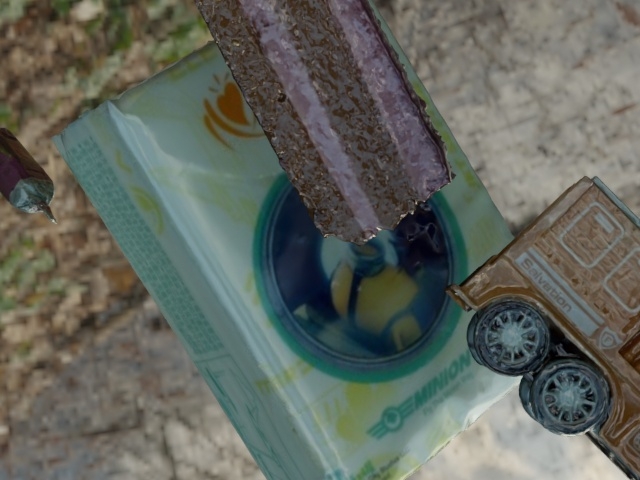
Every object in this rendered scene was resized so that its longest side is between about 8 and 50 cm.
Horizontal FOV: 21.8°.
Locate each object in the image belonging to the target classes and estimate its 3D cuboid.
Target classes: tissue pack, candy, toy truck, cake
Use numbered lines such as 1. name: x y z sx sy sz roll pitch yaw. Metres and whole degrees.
1. tissue pack: 0.000 0.000 1.400 0.287 0.388 0.162 -36 -172 -30
2. candy: -0.288 -0.067 1.549 0.045 0.175 0.043 15 112 -50
3. toy truck: 0.239 0.101 1.187 0.162 0.305 0.136 -44 176 0
4. cake: -0.013 -0.138 1.190 0.116 0.295 0.113 -29 -174 7
